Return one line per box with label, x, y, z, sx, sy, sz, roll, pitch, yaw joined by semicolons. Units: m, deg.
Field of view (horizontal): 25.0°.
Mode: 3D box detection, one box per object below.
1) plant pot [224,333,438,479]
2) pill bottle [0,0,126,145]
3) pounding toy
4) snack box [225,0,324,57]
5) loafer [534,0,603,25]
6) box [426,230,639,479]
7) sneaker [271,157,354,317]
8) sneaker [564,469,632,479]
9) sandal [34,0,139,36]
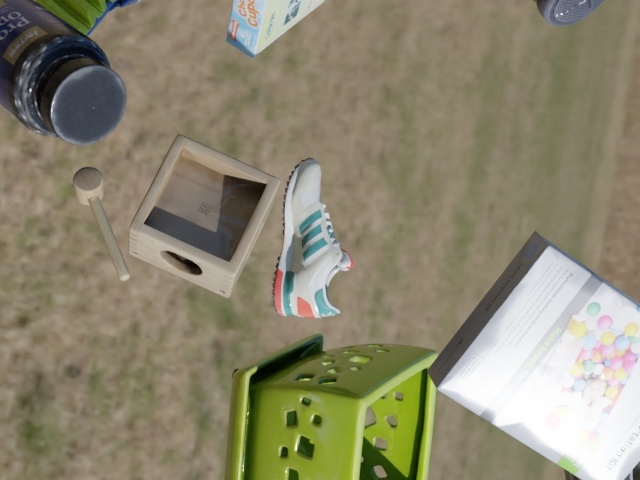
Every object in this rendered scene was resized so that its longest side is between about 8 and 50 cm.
plant pot;0.006;0.246;1.834;0.227;0.207;0.228;-21;120;-58
pill bottle;-0.311;-0.190;1.623;0.123;0.219;0.122;-20;126;-30
pounding toy;-0.178;-0.018;1.606;0.094;0.206;0.181;112;2;-68
snack box;-0.038;-0.432;2.076;0.187;0.060;0.322;-43;161;-37
loafer;0.324;-0.365;1.531;0.109;0.095;0.302;11;129;-48
box;0.202;0.101;1.153;0.145;0.186;0.038;-53;-160;11
sneaker;0.000;0.000;1.434;0.057;0.075;0.161;37;60;-76
sneaker;0.436;0.339;2.294;0.121;0.111;0.300;-169;-97;-67
sandal;-0.316;-0.308;1.865;0.317;0.126;0.138;-37;176;-12
